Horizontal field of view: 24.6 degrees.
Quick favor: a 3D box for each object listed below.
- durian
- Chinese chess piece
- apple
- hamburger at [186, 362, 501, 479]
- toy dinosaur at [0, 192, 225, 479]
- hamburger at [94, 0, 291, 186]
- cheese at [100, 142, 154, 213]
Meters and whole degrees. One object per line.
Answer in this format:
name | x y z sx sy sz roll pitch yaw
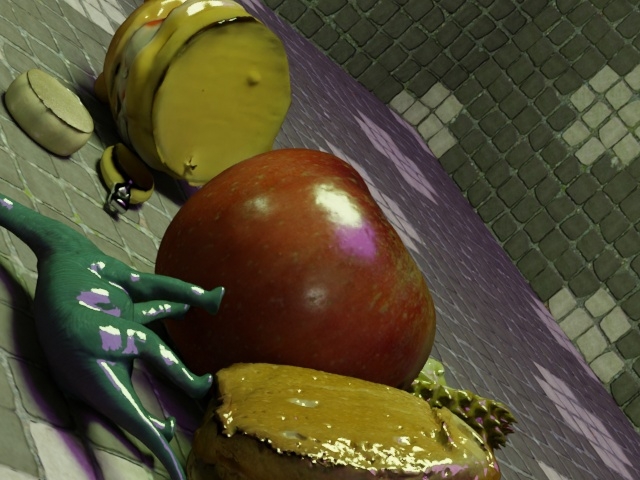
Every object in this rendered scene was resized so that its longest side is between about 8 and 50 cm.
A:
durian | 0.145 0.236 2.005 0.306 0.172 0.166 16 34 -25
Chinese chess piece | -0.348 -0.164 1.885 0.122 0.051 0.122 44 15 -15
apple | -0.030 0.060 1.706 0.348 0.277 0.348 58 1 -2
hamburger | 0.013 0.225 1.426 0.284 0.174 0.304 16 2 -4
toy dinosaur | -0.270 0.069 1.409 0.331 0.129 0.383 21 32 -17
hamburger | -0.200 -0.234 2.145 0.237 0.276 0.276 33 1 41
cheese | -0.258 -0.072 1.932 0.086 0.036 0.162 46 13 -17
